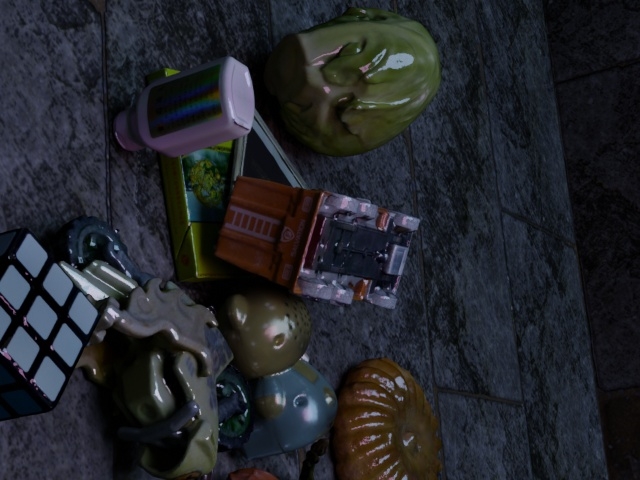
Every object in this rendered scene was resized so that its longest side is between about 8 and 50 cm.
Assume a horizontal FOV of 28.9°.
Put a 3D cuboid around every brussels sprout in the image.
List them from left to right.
[{"bbox_3d":[0.060,-0.289,2.262,0.328,0.328,0.247,21,35,-55],"label":"brussels sprout"}]

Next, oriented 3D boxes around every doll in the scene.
[{"bbox_3d":[-0.076,0.191,1.939,0.177,0.161,0.261,-32,104,-67],"label":"doll"}]

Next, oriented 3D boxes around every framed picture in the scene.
[{"bbox_3d":[-0.076,-0.075,2.140,0.293,0.018,0.231,55,29,-47],"label":"framed picture"}]

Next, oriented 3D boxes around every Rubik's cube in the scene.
[{"bbox_3d":[-0.384,0.103,1.455,0.162,0.160,0.163,54,37,-34],"label":"Rubik's cube"}]

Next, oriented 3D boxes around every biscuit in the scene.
[{"bbox_3d":[0.134,0.374,2.291,0.326,0.107,0.326,30,55,-55],"label":"biscuit"}]

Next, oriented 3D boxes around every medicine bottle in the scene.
[{"bbox_3d":[-0.203,-0.187,1.826,0.078,0.219,0.115,23,58,-55],"label":"medicine bottle"}]

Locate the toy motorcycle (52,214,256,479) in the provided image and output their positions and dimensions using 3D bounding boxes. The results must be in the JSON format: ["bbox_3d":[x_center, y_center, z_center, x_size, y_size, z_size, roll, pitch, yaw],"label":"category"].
[{"bbox_3d":[-0.236,0.162,1.682,0.410,0.168,0.237,53,29,-20],"label":"toy motorcycle"}]

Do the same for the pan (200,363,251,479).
[{"bbox_3d":[-0.163,0.282,1.850,0.040,0.115,0.212,-163,-103,-77],"label":"pan"}]

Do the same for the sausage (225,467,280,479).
[{"bbox_3d":[-0.079,0.465,1.859,0.133,0.133,0.258,-11,87,-60],"label":"sausage"}]

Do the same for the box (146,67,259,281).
[{"bbox_3d":[-0.184,-0.100,1.998,0.187,0.047,0.335,3,76,-60],"label":"box"}]

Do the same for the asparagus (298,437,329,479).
[{"bbox_3d":[-0.015,0.370,1.987,0.236,0.034,0.027,101,0,-54],"label":"asparagus"}]

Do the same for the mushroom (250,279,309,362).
[{"bbox_3d":[-0.065,0.124,2.100,0.061,0.060,0.187,-55,129,-60],"label":"mushroom"}]

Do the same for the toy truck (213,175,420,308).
[{"bbox_3d":[0.000,0.000,2.002,0.387,0.207,0.173,13,93,-64],"label":"toy truck"}]
